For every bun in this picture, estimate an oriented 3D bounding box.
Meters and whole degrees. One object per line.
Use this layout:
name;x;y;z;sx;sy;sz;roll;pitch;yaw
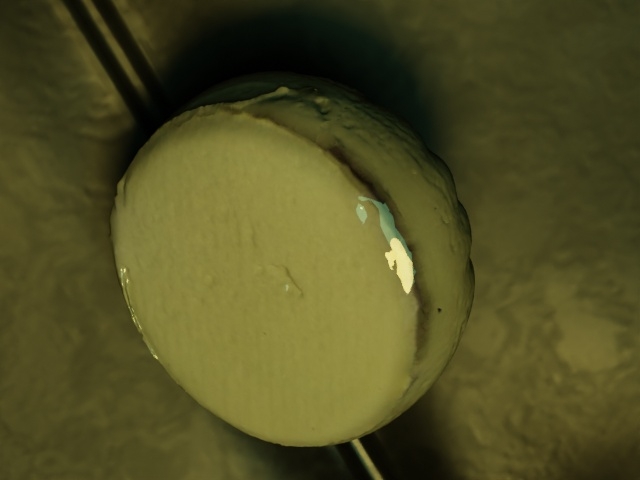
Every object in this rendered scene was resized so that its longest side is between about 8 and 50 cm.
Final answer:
bun;0.000;0.000;0.712;0.138;0.094;0.138;14;118;28
